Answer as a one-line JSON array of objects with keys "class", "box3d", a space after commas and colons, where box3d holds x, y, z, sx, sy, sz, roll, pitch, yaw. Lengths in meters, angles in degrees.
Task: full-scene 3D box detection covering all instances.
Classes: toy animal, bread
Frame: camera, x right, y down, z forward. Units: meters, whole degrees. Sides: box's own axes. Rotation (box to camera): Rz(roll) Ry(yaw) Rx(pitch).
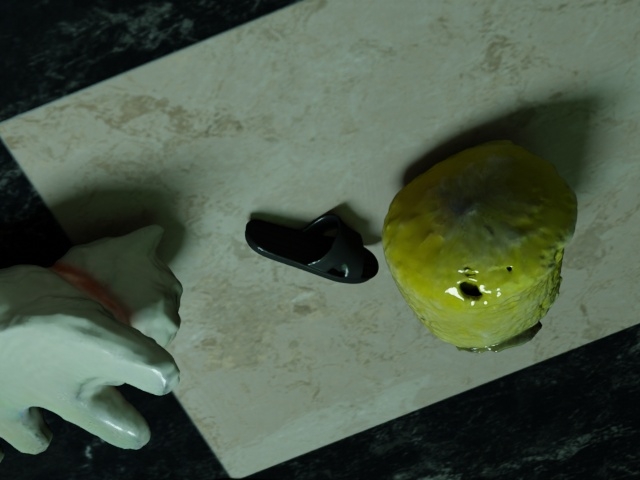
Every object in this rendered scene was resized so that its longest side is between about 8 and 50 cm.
[{"class": "toy animal", "box3d": [-0.273, 0.103, 1.508, 0.266, 0.188, 0.308, 15, 143, -5]}, {"class": "bread", "box3d": [0.163, 0.006, 1.517, 0.197, 0.197, 0.170, -20, 145, 1]}]

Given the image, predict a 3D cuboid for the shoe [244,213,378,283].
[{"class": "shoe", "box3d": [0.000, 0.000, 1.543, 0.159, 0.062, 0.053, 13, 127, -26]}]
